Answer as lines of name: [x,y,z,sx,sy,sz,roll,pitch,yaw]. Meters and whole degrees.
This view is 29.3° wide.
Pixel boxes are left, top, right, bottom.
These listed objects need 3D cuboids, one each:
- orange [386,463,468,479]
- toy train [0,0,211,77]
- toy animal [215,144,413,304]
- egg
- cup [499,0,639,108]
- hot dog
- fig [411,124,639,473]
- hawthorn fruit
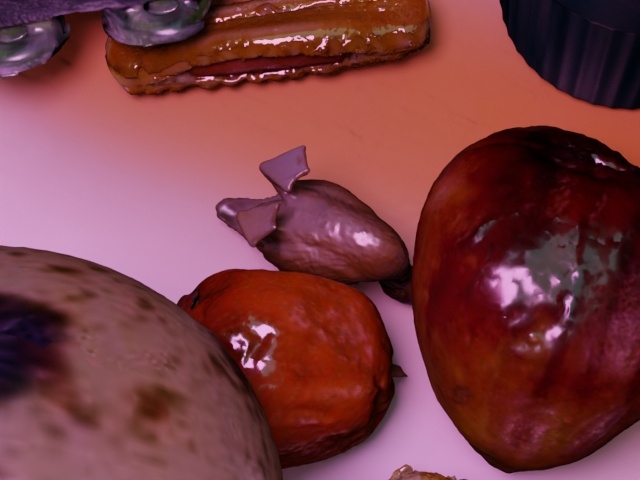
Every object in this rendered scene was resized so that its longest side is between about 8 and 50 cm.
orange: [0.089,0.231,0.896,0.156,0.156,0.134,18,37,11]
toy train: [-0.217,-0.280,1.041,0.307,0.173,0.249,-11,47,2]
toy animal: [0.000,0.000,0.998,0.188,0.179,0.089,13,72,48]
egg: [-0.234,0.181,0.744,0.428,0.345,0.345,-10,73,1]
cup: [0.277,-0.236,0.938,0.308,0.292,0.242,43,82,15]
hot dog: [-0.046,-0.173,1.071,0.289,0.068,0.083,-6,50,8]
fig: [0.176,0.041,0.911,0.224,0.224,0.263,8,74,8]
hawthorn fruit: [-0.036,0.094,0.937,0.179,0.173,0.173,-20,72,6]
